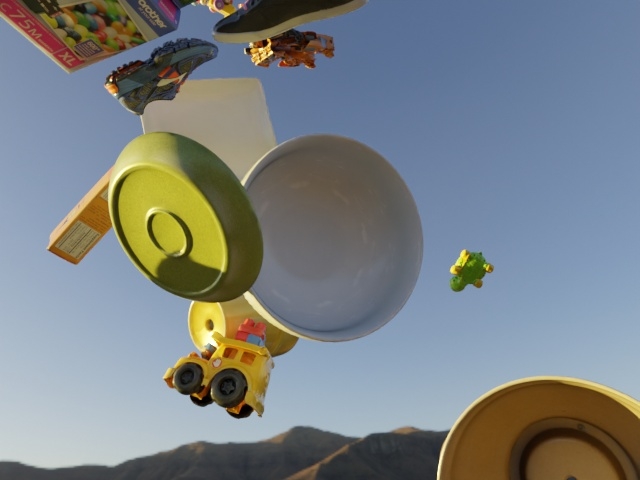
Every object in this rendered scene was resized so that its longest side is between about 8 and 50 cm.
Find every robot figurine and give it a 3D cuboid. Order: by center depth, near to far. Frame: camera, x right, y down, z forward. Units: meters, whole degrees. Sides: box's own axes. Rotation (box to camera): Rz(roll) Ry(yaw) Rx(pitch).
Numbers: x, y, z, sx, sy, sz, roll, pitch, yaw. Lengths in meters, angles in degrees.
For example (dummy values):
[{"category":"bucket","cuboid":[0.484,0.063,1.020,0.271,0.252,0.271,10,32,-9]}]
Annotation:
[{"category":"robot figurine","cuboid":[-0.103,-0.632,1.523,0.291,0.085,0.211,-16,5,-38]}]

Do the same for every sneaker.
[{"category":"sneaker","cuboid":[-0.073,-0.446,0.792,0.295,0.104,0.147,-11,-47,15]},{"category":"sneaker","cuboid":[-0.292,-0.317,0.876,0.221,0.083,0.087,-32,-44,-12]}]

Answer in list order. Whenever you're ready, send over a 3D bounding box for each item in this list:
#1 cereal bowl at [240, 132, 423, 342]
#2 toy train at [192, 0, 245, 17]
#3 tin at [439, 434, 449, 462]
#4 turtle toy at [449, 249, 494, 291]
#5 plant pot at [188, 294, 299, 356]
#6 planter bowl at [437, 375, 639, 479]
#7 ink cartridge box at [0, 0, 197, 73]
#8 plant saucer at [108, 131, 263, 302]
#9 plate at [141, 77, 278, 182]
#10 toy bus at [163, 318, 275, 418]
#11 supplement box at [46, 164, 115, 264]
[{"category":"cereal bowl","cuboid":[0.000,0.000,0.781,0.339,0.339,0.141,11,-13,-22]},{"category":"toy train","cuboid":[-0.201,-0.470,0.912,0.166,0.125,0.046,8,-71,-54]},{"category":"tin","cuboid":[0.201,0.303,0.515,0.040,0.190,0.106,16,-44,-44]},{"category":"turtle toy","cuboid":[0.394,0.084,1.234,0.095,0.066,0.130,31,-77,-1]},{"category":"plant pot","cuboid":[-0.216,0.214,1.259,0.254,0.254,0.239,-29,-17,36]},{"category":"planter bowl","cuboid":[0.176,0.180,0.325,0.162,0.162,0.109,-18,-22,23]},{"category":"ink cartridge box","cuboid":[-0.378,-0.406,0.768,0.311,0.065,0.186,-13,-28,19]},{"category":"plant saucer","cuboid":[-0.185,-0.015,0.584,0.241,0.037,0.241,13,-59,22]},{"category":"plate","cuboid":[-0.238,-0.226,1.001,0.278,0.277,0.045,-10,-17,-20]},{"category":"toy bus","cuboid":[-0.213,0.279,1.056,0.220,0.211,0.149,11,-29,12]},{"category":"supplement box","cuboid":[-0.508,-0.059,1.039,0.233,0.078,0.080,-44,-55,4]}]
